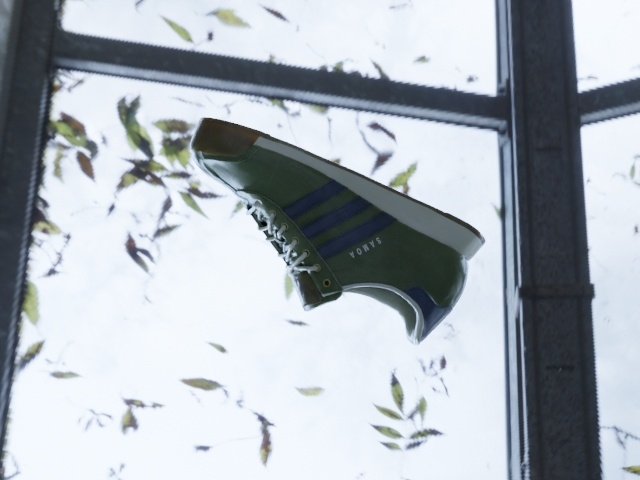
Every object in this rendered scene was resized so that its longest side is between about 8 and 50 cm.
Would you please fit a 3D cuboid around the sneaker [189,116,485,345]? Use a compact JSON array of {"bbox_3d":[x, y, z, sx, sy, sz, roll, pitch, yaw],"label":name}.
[{"bbox_3d":[0.000,0.000,0.538,0.192,0.064,0.086,23,-97,-7],"label":"sneaker"}]
